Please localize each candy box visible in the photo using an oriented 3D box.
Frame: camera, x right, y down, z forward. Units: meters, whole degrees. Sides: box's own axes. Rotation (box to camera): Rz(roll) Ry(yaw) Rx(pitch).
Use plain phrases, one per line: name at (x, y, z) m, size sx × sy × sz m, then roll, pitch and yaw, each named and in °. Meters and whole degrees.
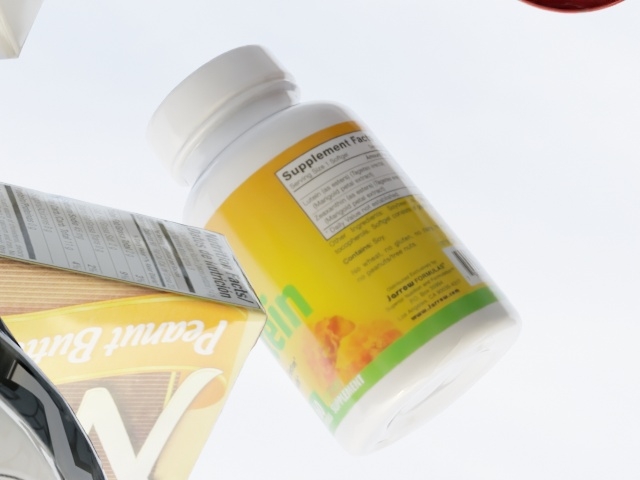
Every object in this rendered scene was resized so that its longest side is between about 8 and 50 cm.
candy box at (-0.206, 0.059, 0.846) m, size 0.316 × 0.183 × 0.087 m, roll 13°, pitch -154°, yaw -29°

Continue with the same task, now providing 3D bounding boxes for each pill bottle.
pill bottle at (0.000, 0.000, 1.114) m, size 0.136 × 0.136 × 0.245 m, roll -27°, pitch -110°, yaw -35°

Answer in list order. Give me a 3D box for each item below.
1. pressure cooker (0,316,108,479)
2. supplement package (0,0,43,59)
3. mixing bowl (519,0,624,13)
pressure cooker at (-0.261, 0.125, 0.487) m, size 0.420 × 0.370 × 0.375 m, roll 23°, pitch -106°, yaw 37°
supplement package at (-0.218, -0.248, 0.927) m, size 0.175 × 0.177 × 0.293 m, roll -1°, pitch -135°, yaw 16°
mixing bowl at (0.137, -0.232, 1.147) m, size 0.181 × 0.098 × 0.181 m, roll -1°, pitch -88°, yaw -19°
